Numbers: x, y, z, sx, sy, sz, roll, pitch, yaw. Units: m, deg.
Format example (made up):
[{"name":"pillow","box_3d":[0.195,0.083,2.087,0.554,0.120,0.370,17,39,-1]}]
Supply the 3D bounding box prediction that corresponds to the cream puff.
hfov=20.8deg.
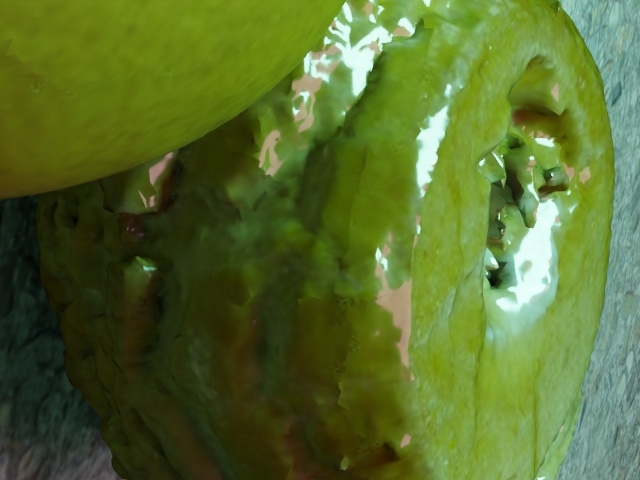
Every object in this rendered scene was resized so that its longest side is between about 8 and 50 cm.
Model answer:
[{"name":"cream puff","box_3d":[0.000,0.000,0.848,0.343,0.231,0.327,48,52,-55]}]

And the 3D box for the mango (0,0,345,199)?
[{"name":"mango","box_3d":[-0.128,-0.152,0.408,0.378,0.221,0.264,39,69,-38]}]
